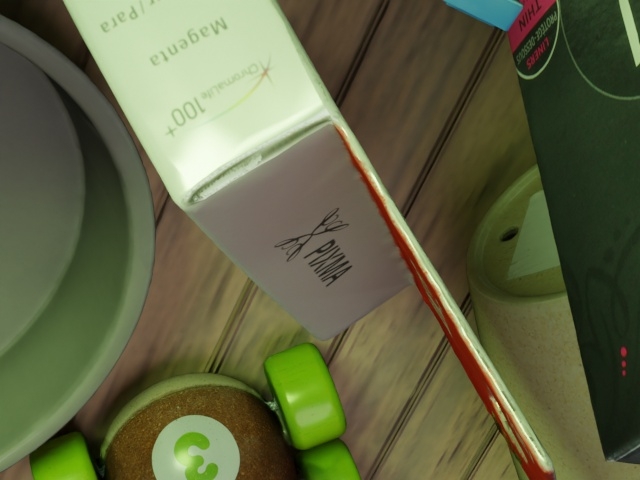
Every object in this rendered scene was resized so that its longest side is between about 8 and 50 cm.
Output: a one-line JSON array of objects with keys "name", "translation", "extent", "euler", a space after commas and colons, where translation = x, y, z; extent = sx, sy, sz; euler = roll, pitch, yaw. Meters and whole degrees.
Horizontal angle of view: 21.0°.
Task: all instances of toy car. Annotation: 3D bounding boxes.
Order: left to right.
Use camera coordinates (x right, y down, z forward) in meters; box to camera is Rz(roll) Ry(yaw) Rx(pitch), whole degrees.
[{"name": "toy car", "translation": [-0.037, 0.170, 0.845], "extent": [0.155, 0.188, 0.149], "euler": [-21, 133, -6]}]

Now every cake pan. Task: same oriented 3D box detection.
[{"name": "cake pan", "translation": [-0.217, 0.005, 0.724], "extent": [0.293, 0.054, 0.293], "euler": [-12, 131, -13]}]

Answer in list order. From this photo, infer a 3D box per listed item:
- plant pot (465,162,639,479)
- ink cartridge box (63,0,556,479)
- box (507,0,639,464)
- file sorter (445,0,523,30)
[{"name": "plant pot", "translation": [0.193, 0.083, 0.857], "extent": [0.256, 0.256, 0.274], "euler": [-34, 117, 7]}, {"name": "ink cartridge box", "translation": [0.000, 0.000, 0.614], "extent": [0.060, 0.239, 0.275], "euler": [-29, 166, 2]}, {"name": "box", "translation": [0.179, -0.065, 0.661], "extent": [0.143, 0.270, 0.165], "euler": [5, 149, -27]}, {"name": "file sorter", "translation": [0.016, -0.173, 0.596], "extent": [0.118, 0.170, 0.104], "euler": [19, 116, -34]}]
